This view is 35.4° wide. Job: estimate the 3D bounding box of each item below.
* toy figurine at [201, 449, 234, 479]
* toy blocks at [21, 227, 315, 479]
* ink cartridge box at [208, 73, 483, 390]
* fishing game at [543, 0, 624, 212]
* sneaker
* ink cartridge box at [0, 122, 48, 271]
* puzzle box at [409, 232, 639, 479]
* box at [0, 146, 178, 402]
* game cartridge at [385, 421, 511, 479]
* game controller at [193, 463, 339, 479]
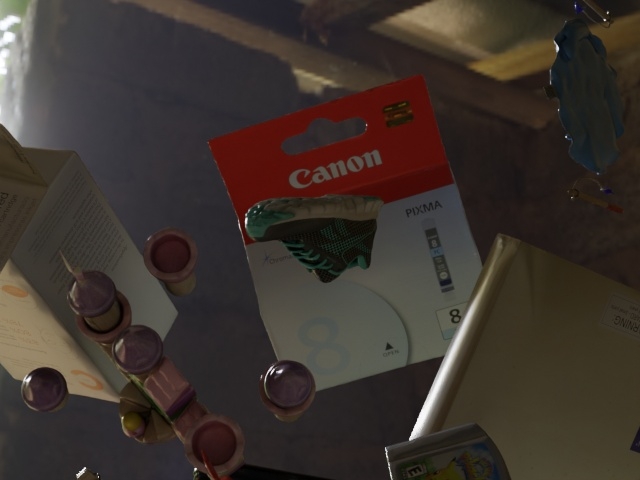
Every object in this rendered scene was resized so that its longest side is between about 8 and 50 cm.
[{"bbox_3d":[-0.075,0.363,0.888,0.217,0.191,0.362,-42,-28,-8],"label":"toy figurine"},{"bbox_3d":[-0.196,0.166,1.134,0.309,0.288,0.260,-40,-13,-14],"label":"toy blocks"},{"bbox_3d":[0.050,0.004,1.365,0.308,0.091,0.385,-16,-64,6],"label":"ink cartridge box"},{"bbox_3d":[0.306,-0.166,1.174,0.041,0.264,0.189,-8,-12,38],"label":"fishing game"},{"bbox_3d":[0.000,0.000,0.859,0.065,0.076,0.166,5,6,39],"label":"sneaker"},{"bbox_3d":[-0.313,-0.016,0.645,0.218,0.092,0.158,14,-64,-50],"label":"ink cartridge box"},{"bbox_3d":[0.310,0.186,1.107,0.409,0.272,0.052,22,2,-25],"label":"puzzle box"},{"bbox_3d":[-0.376,0.047,1.358,0.215,0.168,0.345,7,-37,26],"label":"box"},{"bbox_3d":[0.063,0.118,0.475,0.056,0.083,0.017,-13,-65,1],"label":"game cartridge"},{"bbox_3d":[-0.042,0.407,1.481,0.319,0.067,0.166,4,-48,27],"label":"game controller"}]
